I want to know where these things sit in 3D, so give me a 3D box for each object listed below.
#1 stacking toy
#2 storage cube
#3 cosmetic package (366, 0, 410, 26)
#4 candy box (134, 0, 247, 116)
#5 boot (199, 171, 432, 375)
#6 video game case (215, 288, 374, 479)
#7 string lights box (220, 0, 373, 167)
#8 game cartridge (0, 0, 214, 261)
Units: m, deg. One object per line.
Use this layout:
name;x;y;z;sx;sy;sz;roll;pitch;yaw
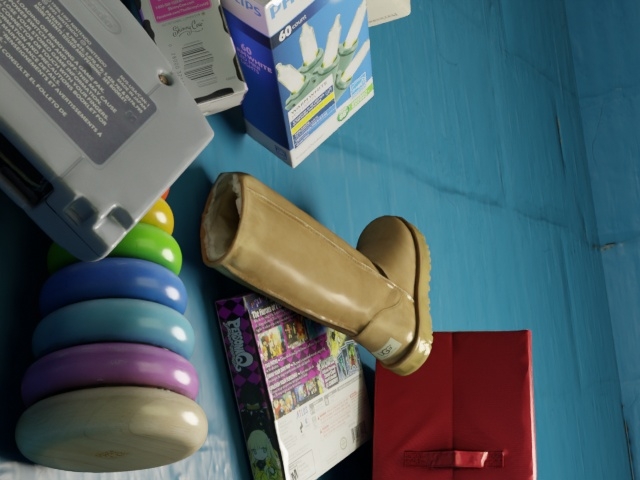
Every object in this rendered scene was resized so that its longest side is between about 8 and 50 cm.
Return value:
stacking toy;-0.167;0.008;0.927;0.141;0.141;0.330;35;44;-55
storage cube;0.160;0.227;1.379;0.215;0.183;0.193;70;21;-63
cosmetic package;-0.036;-0.328;1.268;0.309;0.160;0.113;21;62;-59
candy box;-0.128;-0.211;1.039;0.165;0.070;0.196;-157;-131;-84
boot;0.000;0.000;1.235;0.269;0.089;0.236;33;28;-29
video game case;-0.020;0.143;1.251;0.232;0.042;0.210;-19;98;-64
string lights box;-0.022;-0.203;1.172;0.133;0.077;0.260;-44;156;-18
game cartridge;-0.215;-0.141;0.845;0.294;0.060;0.196;47;40;-11
